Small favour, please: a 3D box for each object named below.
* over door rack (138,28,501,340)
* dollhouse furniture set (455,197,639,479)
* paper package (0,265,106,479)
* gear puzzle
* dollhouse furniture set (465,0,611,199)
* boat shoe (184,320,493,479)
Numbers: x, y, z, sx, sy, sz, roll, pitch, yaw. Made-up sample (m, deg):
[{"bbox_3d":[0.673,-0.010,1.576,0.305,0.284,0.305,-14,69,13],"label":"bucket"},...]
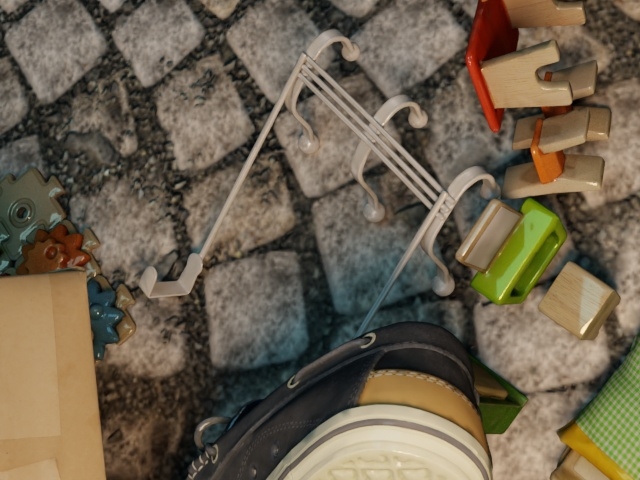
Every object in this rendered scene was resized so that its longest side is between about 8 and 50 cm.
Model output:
[{"bbox_3d":[0.000,0.000,1.327,0.324,0.108,0.239,-53,55,17],"label":"over door rack"},{"bbox_3d":[0.226,0.114,1.161,0.301,0.151,0.198,37,97,27],"label":"dollhouse furniture set"},{"bbox_3d":[-0.300,0.203,1.258,0.168,0.309,0.325,-5,83,-21],"label":"paper package"},{"bbox_3d":[-0.333,0.013,1.500,0.175,0.044,0.339,-40,64,8],"label":"gear puzzle"},{"bbox_3d":[0.161,-0.203,1.250,0.135,0.262,0.259,-7,39,23],"label":"dollhouse furniture set"},{"bbox_3d":[-0.029,0.227,1.174,0.500,0.186,0.156,-46,22,43],"label":"boat shoe"}]
